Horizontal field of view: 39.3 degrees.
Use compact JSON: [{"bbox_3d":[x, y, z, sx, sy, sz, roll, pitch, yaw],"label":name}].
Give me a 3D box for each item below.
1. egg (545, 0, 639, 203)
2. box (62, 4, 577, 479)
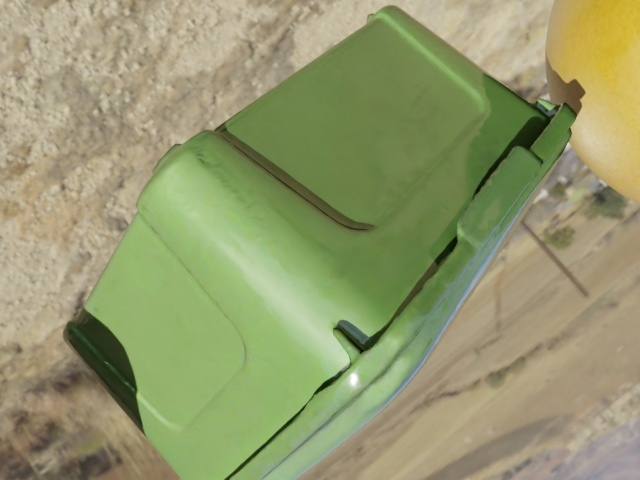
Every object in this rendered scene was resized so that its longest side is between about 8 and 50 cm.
[{"bbox_3d":[0.321,-0.155,0.706,0.283,0.282,0.351,-36,177,-8],"label":"egg"},{"bbox_3d":[0.000,0.000,0.591,0.253,0.178,0.328,-47,180,43],"label":"box"}]
